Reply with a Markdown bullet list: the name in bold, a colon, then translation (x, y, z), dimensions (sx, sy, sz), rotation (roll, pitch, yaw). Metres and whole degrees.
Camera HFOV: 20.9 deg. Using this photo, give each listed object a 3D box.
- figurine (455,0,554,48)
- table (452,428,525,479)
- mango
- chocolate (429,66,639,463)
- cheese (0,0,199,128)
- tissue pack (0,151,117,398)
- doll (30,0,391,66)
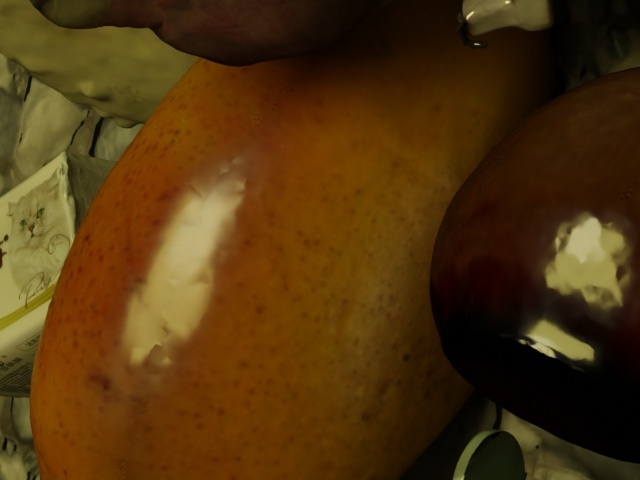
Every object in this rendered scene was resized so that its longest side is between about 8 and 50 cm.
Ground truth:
- **figurine**: translation (0.174, -0.157, 0.704), dimensions (0.256, 0.144, 0.182), rotation (0, 123, 12)
- **table**: translation (0.142, 0.170, 0.693), dimensions (0.198, 0.166, 0.167), rotation (5, 84, 35)
- **mango**: translation (0.000, 0.000, 0.847), dimensions (0.201, 0.199, 0.350), rotation (31, 91, 11)
- **chocolate**: translation (0.137, 0.005, 0.740), dimensions (0.176, 0.176, 0.177), rotation (-11, 73, 41)
- **cheese**: translation (-0.138, -0.217, 0.978), dimensions (0.173, 0.248, 0.251), rotation (-16, 63, 40)
- **tissue pack**: translation (-0.153, 0.023, 1.021), dimensions (0.148, 0.106, 0.099), rotation (-29, 63, 35)
- **doll**: translation (-0.041, -0.179, 0.777), dimensions (0.196, 0.152, 0.256), rotation (-15, 25, 10)
